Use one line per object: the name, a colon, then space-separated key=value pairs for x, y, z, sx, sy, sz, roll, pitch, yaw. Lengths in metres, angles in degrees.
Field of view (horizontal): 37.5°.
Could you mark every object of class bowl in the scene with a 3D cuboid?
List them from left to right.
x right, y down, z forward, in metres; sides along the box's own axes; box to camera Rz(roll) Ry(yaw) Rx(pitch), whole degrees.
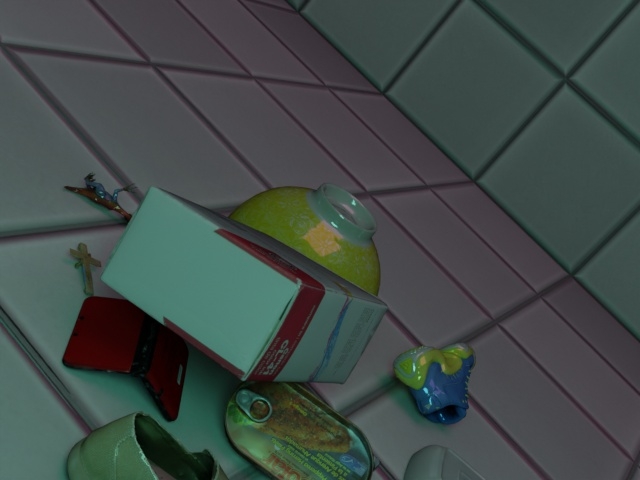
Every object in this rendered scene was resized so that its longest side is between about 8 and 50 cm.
bowl: x=0.000 y=0.000 z=1.528 sx=0.289 sy=0.156 sz=0.289 roll=33 pitch=22 yaw=-16
bowl: x=0.186 y=0.349 z=1.298 sx=0.142 sy=0.053 sz=0.142 roll=42 pitch=22 yaw=-1

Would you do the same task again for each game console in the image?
game console: x=-0.221 y=0.136 z=1.095 sx=0.144 sy=0.085 sz=0.124 roll=-92 pitch=160 yaw=-61

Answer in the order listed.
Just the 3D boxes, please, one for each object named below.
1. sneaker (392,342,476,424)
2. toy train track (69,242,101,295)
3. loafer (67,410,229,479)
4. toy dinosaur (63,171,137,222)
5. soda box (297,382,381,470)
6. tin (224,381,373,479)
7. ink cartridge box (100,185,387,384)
sneaker: x=0.199 y=0.237 z=1.523 sx=0.240 sy=0.091 sz=0.126 roll=6 pitch=58 yaw=-56
toy train track: x=-0.293 y=0.038 z=1.168 sx=0.048 sy=0.014 sz=0.083 roll=30 pitch=28 yaw=-42
loafer: x=-0.117 y=0.263 z=0.911 sx=0.268 sy=0.092 sz=0.102 roll=36 pitch=22 yaw=-10
toy dinosaur: x=-0.302 y=-0.053 z=1.321 sx=0.090 sy=0.047 sz=0.082 roll=-30 pitch=79 yaw=-33
soda box: x=-0.016 y=0.237 z=1.167 sx=0.183 sy=0.063 sz=0.058 roll=44 pitch=22 yaw=10
tin: x=-0.027 y=0.235 z=1.100 sx=0.190 sy=0.040 sz=0.106 roll=36 pitch=61 yaw=6
ink cartridge box: x=-0.078 y=0.065 z=1.132 sx=0.226 sy=0.131 sz=0.306 roll=30 pitch=1 yaw=24
